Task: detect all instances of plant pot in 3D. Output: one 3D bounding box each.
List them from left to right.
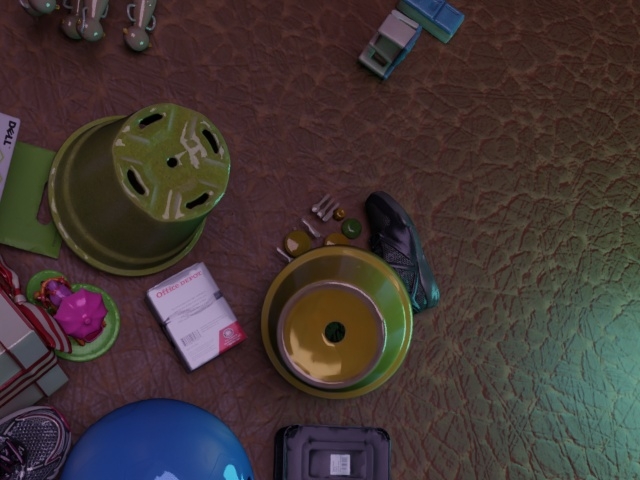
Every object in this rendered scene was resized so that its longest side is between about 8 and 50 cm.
[{"bbox_3d":[-0.268,-0.095,1.574,0.276,0.254,0.276,5,79,-25],"label":"plant pot"},{"bbox_3d":[0.025,0.135,1.588,0.254,0.239,0.254,0,91,3],"label":"plant pot"}]

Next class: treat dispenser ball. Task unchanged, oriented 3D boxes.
[{"bbox_3d":[-0.239,0.377,1.476,0.288,0.288,0.288,3,76,-14],"label":"treat dispenser ball"}]

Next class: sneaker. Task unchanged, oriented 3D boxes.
[{"bbox_3d":[-0.479,0.341,1.397,0.299,0.112,0.121,-36,87,-21],"label":"sneaker"},{"bbox_3d":[0.110,0.029,1.754,0.130,0.087,0.227,-20,88,-24],"label":"sneaker"}]

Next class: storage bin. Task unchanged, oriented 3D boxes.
[{"bbox_3d":[0.018,0.368,1.652,0.180,0.084,0.122,4,76,-12],"label":"storage bin"}]

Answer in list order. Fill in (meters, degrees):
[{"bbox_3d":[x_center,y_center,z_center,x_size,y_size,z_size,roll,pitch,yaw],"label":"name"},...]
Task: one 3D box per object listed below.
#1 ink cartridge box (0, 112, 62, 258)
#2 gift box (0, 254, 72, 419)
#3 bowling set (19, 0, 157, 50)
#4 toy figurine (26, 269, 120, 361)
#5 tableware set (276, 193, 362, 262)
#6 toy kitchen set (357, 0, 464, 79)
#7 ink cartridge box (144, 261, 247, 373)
[{"bbox_3d":[-0.508,-0.098,1.590,0.255,0.097,0.188,17,70,-26],"label":"ink cartridge box"},{"bbox_3d":[-0.535,0.152,1.482,0.258,0.276,0.255,-40,76,-16],"label":"gift box"},{"bbox_3d":[-0.429,-0.406,1.702,0.287,0.200,0.154,23,72,-53],"label":"bowling set"},{"bbox_3d":[-0.391,0.101,1.572,0.173,0.159,0.130,46,71,0],"label":"toy figurine"},{"bbox_3d":[0.000,0.000,1.769,0.104,0.024,0.154,43,70,-5],"label":"tableware set"},{"bbox_3d":[0.183,-0.390,1.831,0.122,0.166,0.207,35,71,-4],"label":"toy kitchen set"},{"bbox_3d":[-0.208,0.128,1.662,0.109,0.063,0.150,-29,85,-18],"label":"ink cartridge box"}]
